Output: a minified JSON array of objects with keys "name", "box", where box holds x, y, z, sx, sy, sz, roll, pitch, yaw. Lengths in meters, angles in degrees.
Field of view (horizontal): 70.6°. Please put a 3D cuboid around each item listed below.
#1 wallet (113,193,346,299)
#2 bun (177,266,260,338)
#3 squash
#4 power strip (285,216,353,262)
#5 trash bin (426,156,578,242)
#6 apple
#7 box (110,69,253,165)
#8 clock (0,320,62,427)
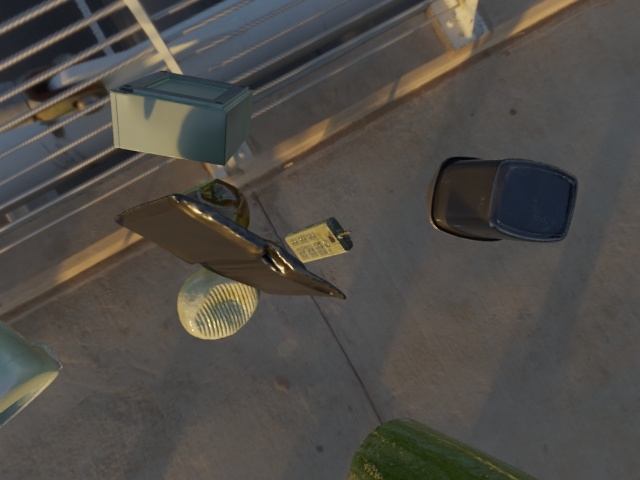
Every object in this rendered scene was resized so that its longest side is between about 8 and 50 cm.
[{"name":"wallet","box":[-0.134,0.025,0.702,0.322,0.247,0.041,30,66,-35]},{"name":"bun","box":[-0.254,0.135,1.104,0.127,0.222,0.222,33,86,34]},{"name":"squash","box":[0.239,0.483,0.751,0.262,0.384,0.263,2,85,-25]},{"name":"power strip","box":[0.000,0.000,1.138,0.034,0.268,0.092,-42,103,-30]},{"name":"trash bin","box":[0.360,-0.085,0.945,0.209,0.290,0.183,11,93,-12]},{"name":"apple","box":[-0.215,-0.046,0.852,0.163,0.146,0.147,41,126,-14]},{"name":"box","box":[-0.278,-0.269,0.955,0.224,0.225,0.118,10,120,0]},{"name":"clock","box":[-0.509,0.236,0.630,0.109,0.324,0.265,48,65,-5]}]
